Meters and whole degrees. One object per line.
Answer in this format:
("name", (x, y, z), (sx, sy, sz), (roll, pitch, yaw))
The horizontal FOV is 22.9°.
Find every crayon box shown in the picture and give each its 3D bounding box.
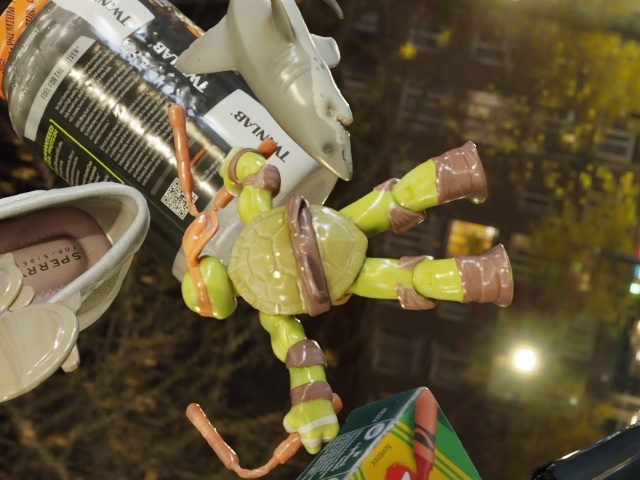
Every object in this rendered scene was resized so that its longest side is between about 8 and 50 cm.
("crayon box", (0.091, 0.299, 1.219), (0.318, 0.081, 0.202), (60, -145, -9))

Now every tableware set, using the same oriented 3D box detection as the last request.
("tableware set", (-0.191, 0.064, 0.756), (0.168, 0.141, 0.020), (-33, -56, -8))

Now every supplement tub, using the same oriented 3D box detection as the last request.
("supplement tub", (-0.163, -0.115, 1.579), (0.207, 0.338, 0.207), (-47, -10, -11))

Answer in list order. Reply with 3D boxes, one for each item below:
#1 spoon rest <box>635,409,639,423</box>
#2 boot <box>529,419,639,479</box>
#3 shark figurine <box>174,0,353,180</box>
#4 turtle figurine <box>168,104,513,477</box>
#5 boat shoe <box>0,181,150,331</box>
("spoon rest", (0.501, 0.246, 1.815), (0.084, 0.276, 0.137), (164, 128, -81))
("boot", (0.325, 0.219, 1.497), (0.094, 0.207, 0.246), (65, 162, -6))
("shark figurine", (-0.057, -0.164, 1.227), (0.166, 0.116, 0.278), (54, -167, -33))
("turtle figurine", (0.000, 0.000, 0.994), (0.087, 0.217, 0.269), (73, -177, -61))
("boat shoe", (-0.244, 0.046, 0.911), (0.320, 0.118, 0.103), (-22, -11, -32))
